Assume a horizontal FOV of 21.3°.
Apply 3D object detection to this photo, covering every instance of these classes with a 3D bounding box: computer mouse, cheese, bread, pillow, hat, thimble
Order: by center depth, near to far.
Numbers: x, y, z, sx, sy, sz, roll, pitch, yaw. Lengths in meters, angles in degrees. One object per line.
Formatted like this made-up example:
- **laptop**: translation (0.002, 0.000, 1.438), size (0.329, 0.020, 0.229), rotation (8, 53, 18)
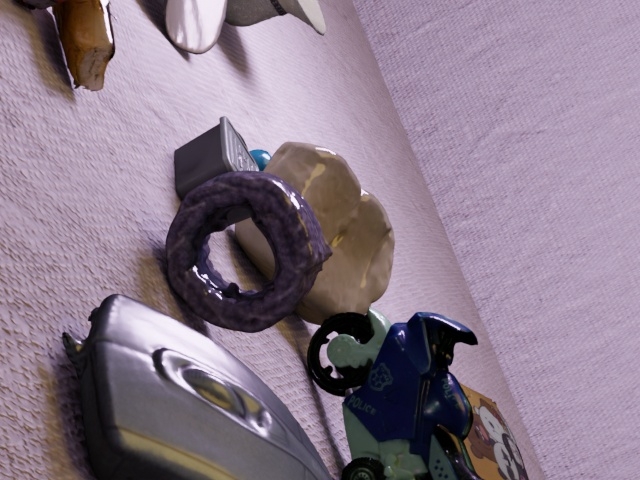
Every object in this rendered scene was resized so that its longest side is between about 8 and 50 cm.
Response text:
- **computer mouse**: translation (-0.066, 0.181, 1.277), size (0.371, 0.121, 0.188), rotation (55, 13, -32)
- **bread**: translation (-0.218, -0.196, 1.555), size (0.072, 0.053, 0.106), rotation (119, -37, -47)
- **thimble**: translation (-0.069, 0.008, 1.591), size (0.150, 0.150, 0.098), rotation (65, 9, 0)
- **cheese**: translation (-0.001, 0.000, 1.980), size (0.093, 0.159, 0.263), rotation (19, -18, 35)
- **hat**: translation (-0.197, -0.363, 2.092), size (0.214, 0.149, 0.245), rotation (62, 44, -59)
- **pillow**: translation (0.161, 0.277, 2.119), size (0.312, 0.119, 0.310), rotation (27, 36, -39)
- **hat**: translation (-0.105, -0.379, 2.408), size (0.257, 0.130, 0.257), rotation (62, 9, -18)

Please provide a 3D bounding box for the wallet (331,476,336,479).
- **wallet**: translation (0.072, 0.428, 1.548), size (0.228, 0.062, 0.406), rotation (54, 15, -49)

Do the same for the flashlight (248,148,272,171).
- **flashlight**: translation (-0.067, -0.051, 2.034), size (0.051, 0.051, 0.129), rotation (46, 22, -62)

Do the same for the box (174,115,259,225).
- **box**: translation (-0.108, -0.065, 1.791), size (0.084, 0.069, 0.122), rotation (58, 12, -29)

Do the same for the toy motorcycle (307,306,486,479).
- **toy motorcycle**: translation (0.112, 0.209, 1.896), size (0.331, 0.196, 0.125), rotation (67, 11, 24)

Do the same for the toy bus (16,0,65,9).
- **toy bus**: translation (-0.266, -0.326, 1.519), size (0.235, 0.096, 0.073), rotation (67, 11, 9)
